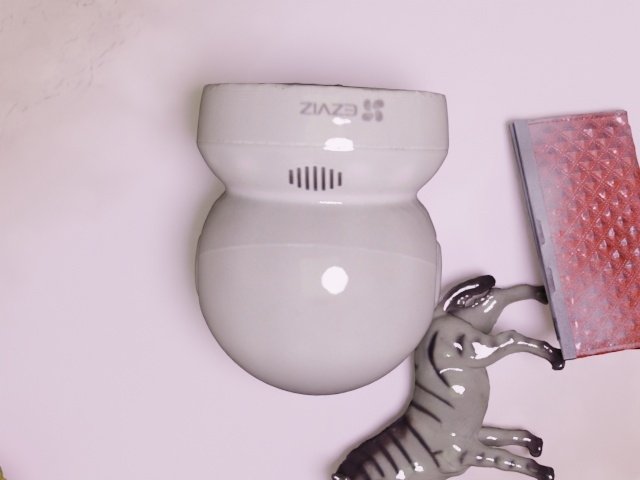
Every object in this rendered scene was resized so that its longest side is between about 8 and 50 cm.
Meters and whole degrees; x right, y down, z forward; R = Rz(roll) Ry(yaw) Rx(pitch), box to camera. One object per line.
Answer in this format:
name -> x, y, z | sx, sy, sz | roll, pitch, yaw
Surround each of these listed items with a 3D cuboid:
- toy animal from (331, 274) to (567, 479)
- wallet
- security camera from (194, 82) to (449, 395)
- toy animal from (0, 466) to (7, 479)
toy animal -> 0.101, 0.133, 0.958 | 0.176, 0.073, 0.217 | 6, 89, -4
wallet -> 0.219, -0.007, 0.951 | 0.103, 0.020, 0.197 | -8, 77, -11
security camera -> 0.000, 0.000, 0.888 | 0.194, 0.194, 0.236 | 0, 96, -3
toy animal -> -0.334, 0.273, 0.882 | 0.310, 0.183, 0.247 | 42, 58, -8
